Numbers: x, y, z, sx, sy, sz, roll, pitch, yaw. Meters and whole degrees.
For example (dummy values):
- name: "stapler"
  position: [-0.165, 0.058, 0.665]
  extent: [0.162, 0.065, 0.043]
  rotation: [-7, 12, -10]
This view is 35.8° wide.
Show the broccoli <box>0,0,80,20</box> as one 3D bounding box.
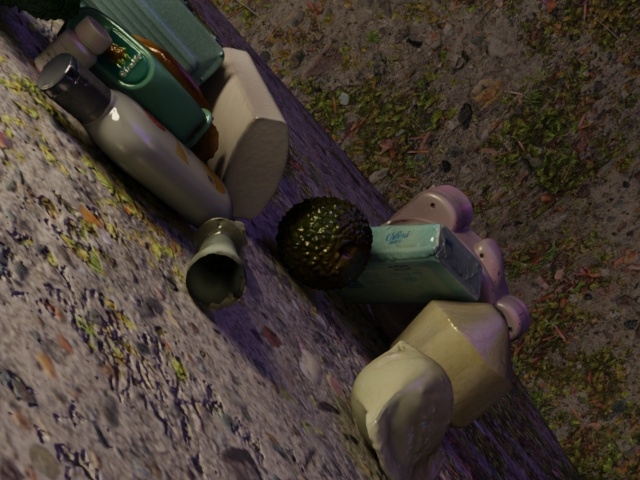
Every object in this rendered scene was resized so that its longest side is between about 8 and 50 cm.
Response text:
- name: "broccoli"
  position: [-0.351, -0.409, 1.191]
  extent: [0.269, 0.269, 0.254]
  rotation: [57, -26, 32]

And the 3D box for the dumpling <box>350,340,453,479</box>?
- name: "dumpling"
  position: [0.115, 0.243, 1.306]
  extent: [0.252, 0.131, 0.180]
  rotation: [-55, 130, -71]

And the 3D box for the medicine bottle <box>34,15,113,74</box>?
- name: "medicine bottle"
  position: [-0.299, -0.227, 1.199]
  extent: [0.052, 0.089, 0.052]
  rotation: [50, 9, -11]

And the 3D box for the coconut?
- name: "coconut"
  position: [0.231, 0.200, 1.689]
  extent: [0.202, 0.222, 0.202]
  rotation: [45, 8, -8]

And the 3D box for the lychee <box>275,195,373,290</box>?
- name: "lychee"
  position: [0.000, 0.000, 1.604]
  extent: [0.171, 0.171, 0.171]
  rotation: [49, 9, -11]

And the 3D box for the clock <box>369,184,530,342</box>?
- name: "clock"
  position: [0.218, 0.092, 1.864]
  extent: [0.322, 0.295, 0.113]
  rotation: [55, 33, 11]

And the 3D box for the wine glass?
- name: "wine glass"
  position: [-0.118, 0.023, 1.159]
  extent: [0.072, 0.072, 0.155]
  rotation: [49, 8, -16]

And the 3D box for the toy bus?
- name: "toy bus"
  position: [-0.303, -0.368, 1.542]
  extent: [0.312, 0.152, 0.190]
  rotation: [48, 7, -22]

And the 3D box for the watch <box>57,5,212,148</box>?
- name: "watch"
  position: [-0.251, -0.216, 1.315]
  extent: [0.237, 0.068, 0.195]
  rotation: [38, -7, 13]

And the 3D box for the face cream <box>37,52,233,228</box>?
- name: "face cream"
  position: [-0.222, -0.119, 1.204]
  extent: [0.291, 0.071, 0.144]
  rotation: [42, 5, -42]

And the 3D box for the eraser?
- name: "eraser"
  position: [-0.132, -0.175, 1.572]
  extent: [0.094, 0.174, 0.270]
  rotation: [9, 29, -25]

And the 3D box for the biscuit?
- name: "biscuit"
  position: [-0.218, -0.206, 1.451]
  extent: [0.144, 0.033, 0.224]
  rotation: [-1, -51, 56]

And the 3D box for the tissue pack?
- name: "tissue pack"
  position: [0.131, 0.043, 1.741]
  extent: [0.177, 0.263, 0.089]
  rotation: [41, 53, -46]
